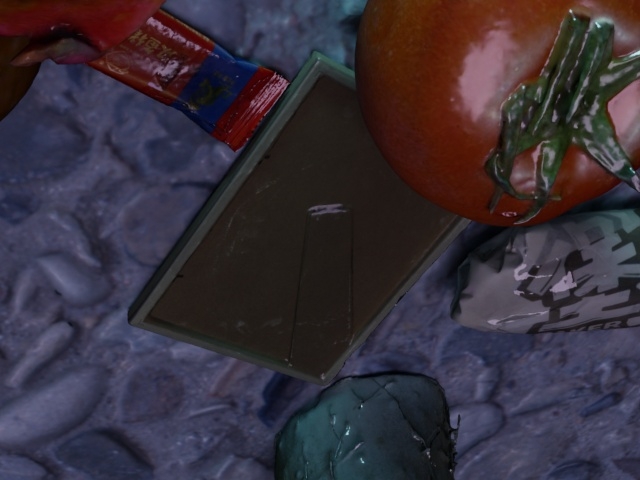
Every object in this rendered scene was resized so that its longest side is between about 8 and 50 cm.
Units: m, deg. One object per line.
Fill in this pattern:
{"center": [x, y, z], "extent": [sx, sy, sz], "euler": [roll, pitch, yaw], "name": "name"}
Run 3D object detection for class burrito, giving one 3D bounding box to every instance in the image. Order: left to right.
{"center": [0.356, 0.031, 1.023], "extent": [0.445, 0.101, 0.139], "euler": [-2, 124, -11], "name": "burrito"}

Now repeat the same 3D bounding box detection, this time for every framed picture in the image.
{"center": [0.000, 0.000, 0.954], "extent": [0.247, 0.022, 0.335], "euler": [22, 120, -30], "name": "framed picture"}

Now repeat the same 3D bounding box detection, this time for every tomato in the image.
{"center": [0.151, -0.138, 0.745], "extent": [0.255, 0.224, 0.256], "euler": [-8, 126, -10], "name": "tomato"}

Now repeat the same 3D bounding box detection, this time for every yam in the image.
{"center": [0.064, 0.352, 1.083], "extent": [0.241, 0.348, 0.241], "euler": [-3, 140, -2], "name": "yam"}

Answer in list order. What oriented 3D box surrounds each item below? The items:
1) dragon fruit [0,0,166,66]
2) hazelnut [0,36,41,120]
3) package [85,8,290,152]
{"center": [-0.149, -0.286, 0.450], "extent": [0.370, 0.249, 0.386], "euler": [-15, 96, -15], "name": "dragon fruit"}
{"center": [-0.293, -0.151, 0.622], "extent": [0.233, 0.218, 0.218], "euler": [18, 124, -6], "name": "hazelnut"}
{"center": [-0.125, -0.147, 0.800], "extent": [0.200, 0.022, 0.083], "euler": [28, 118, -30], "name": "package"}
